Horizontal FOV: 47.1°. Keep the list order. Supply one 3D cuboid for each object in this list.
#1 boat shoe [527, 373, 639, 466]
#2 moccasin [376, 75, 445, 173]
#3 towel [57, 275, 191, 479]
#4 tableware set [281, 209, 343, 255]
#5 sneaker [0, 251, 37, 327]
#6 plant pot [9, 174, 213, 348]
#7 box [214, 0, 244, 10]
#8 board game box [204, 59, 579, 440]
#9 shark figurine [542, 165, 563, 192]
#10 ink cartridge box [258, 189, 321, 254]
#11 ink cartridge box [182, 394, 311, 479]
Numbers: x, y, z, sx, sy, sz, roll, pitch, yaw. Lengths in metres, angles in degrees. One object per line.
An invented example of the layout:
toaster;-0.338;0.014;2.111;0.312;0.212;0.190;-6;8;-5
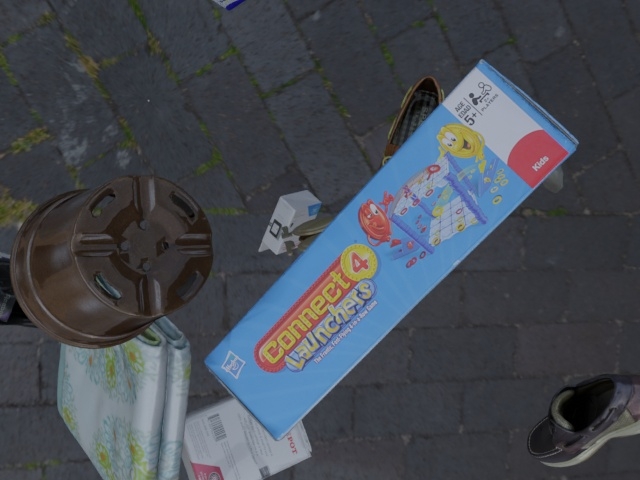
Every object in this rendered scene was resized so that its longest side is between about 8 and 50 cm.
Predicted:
boat shoe;0.385;0.260;1.091;0.092;0.285;0.102;22;57;-10
moccasin;0.197;-0.170;1.570;0.139;0.147;0.380;18;77;11
towel;-0.323;0.232;1.168;0.090;0.320;0.374;-10;123;-36
tableware set;0.000;0.000;1.287;0.128;0.194;0.039;-16;106;-1
sneaker;-0.444;0.049;0.923;0.283;0.124;0.107;21;91;-54
plant pot;-0.190;0.015;0.691;0.167;0.165;0.167;7;77;-31
box;-0.196;-0.519;1.358;0.072;0.137;0.126;-22;69;28
board game box;0.081;0.000;0.652;0.086;0.302;0.308;45;106;8
shark figurine;0.423;-0.183;1.609;0.278;0.166;0.116;24;60;1
ink cartridge box;-0.078;-0.032;1.849;0.104;0.060;0.180;-19;143;-47
ink cartridge box;-0.146;0.365;1.358;0.218;0.092;0.158;-18;85;-24
